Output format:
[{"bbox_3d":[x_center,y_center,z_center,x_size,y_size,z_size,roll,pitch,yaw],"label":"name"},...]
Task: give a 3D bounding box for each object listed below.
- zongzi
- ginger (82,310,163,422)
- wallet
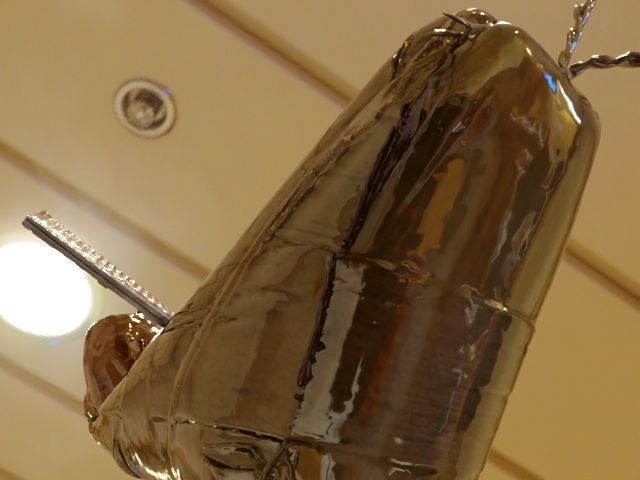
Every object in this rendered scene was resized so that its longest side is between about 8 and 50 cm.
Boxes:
[{"bbox_3d":[-0.016,-0.008,0.848,0.218,0.500,0.466,29,-10,-41],"label":"zongzi"},{"bbox_3d":[-0.129,0.259,1.220,0.418,0.176,0.254,38,-86,-18],"label":"ginger"},{"bbox_3d":[-0.216,0.036,1.058,0.196,0.103,0.020,38,-91,-9],"label":"wallet"}]
